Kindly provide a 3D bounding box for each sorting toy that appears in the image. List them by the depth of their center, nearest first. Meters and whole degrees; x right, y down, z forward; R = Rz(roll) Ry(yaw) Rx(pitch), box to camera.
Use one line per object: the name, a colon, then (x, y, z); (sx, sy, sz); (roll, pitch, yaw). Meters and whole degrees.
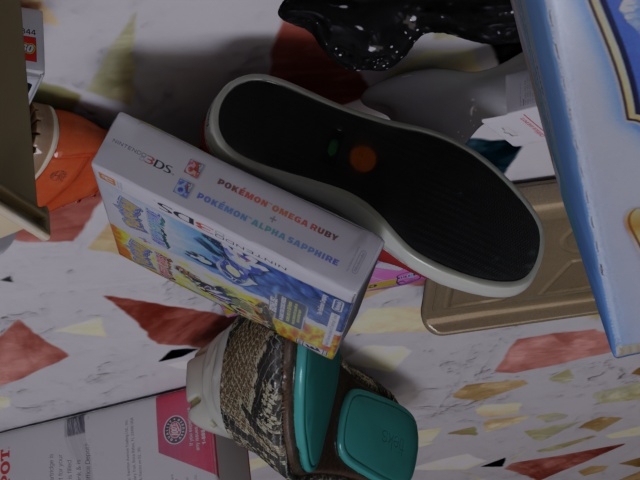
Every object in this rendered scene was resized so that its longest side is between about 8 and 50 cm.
sorting toy: (0.246, 0.002, 1.159); (0.307, 0.041, 0.229); (-8, 150, -3)

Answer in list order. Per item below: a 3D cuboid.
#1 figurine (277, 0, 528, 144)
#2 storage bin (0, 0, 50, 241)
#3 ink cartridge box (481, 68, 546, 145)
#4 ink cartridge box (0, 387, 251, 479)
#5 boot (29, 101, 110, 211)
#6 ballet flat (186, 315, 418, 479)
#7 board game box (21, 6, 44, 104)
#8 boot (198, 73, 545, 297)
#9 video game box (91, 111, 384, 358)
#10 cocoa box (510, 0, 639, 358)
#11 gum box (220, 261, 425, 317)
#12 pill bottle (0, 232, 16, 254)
figurine: (0.108, -0.124, 0.810); (0.209, 0.092, 0.215); (-10, 156, 21)
storage bin: (-0.223, -0.137, 0.450); (0.123, 0.262, 0.260); (-18, 153, 17)
ink cartridge box: (0.142, -0.084, 0.756); (0.083, 0.028, 0.048); (-11, 156, 33)
ink cartridge box: (-0.224, 0.297, 1.410); (0.283, 0.207, 0.117); (-15, 152, 13)
boot: (-0.197, -0.037, 0.906); (0.084, 0.059, 0.158); (6, 150, -38)
ballet flat: (-0.034, 0.169, 1.299); (0.182, 0.164, 0.483); (5, 161, 19)
board game box: (-0.313, -0.058, 0.825); (0.193, 0.053, 0.305); (6, 150, -27)
boot: (0.025, -0.021, 0.894); (0.244, 0.088, 0.176); (25, 162, -6)
video game box: (-0.058, 0.004, 0.875); (0.187, 0.048, 0.205); (28, 163, 5)
cocoa box: (0.175, -0.158, 0.482); (0.228, 0.231, 0.347); (-14, 137, 10)
gum box: (0.000, 0.000, 1.036); (0.188, 0.062, 0.107); (-11, 155, 4)
pill bottle: (-0.307, -0.014, 0.683); (0.272, 0.152, 0.152); (-13, 154, 12)
